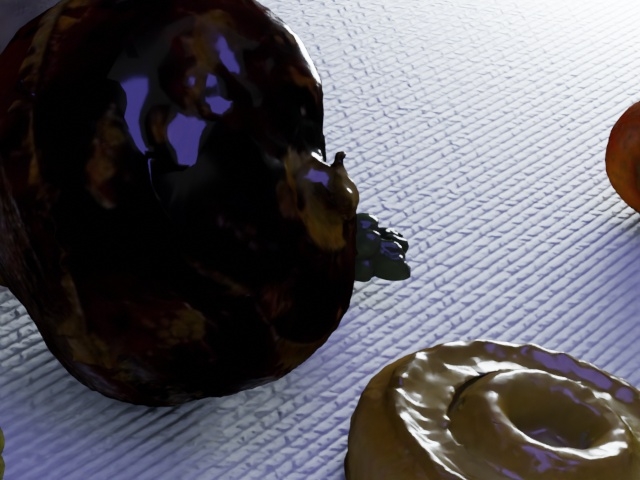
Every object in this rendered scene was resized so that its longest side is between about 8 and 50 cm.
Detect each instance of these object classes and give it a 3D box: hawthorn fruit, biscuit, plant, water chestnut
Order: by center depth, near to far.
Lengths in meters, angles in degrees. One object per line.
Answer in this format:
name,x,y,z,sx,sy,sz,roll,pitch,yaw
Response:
biscuit,0.165,0.171,1.433,0.296,0.102,0.296,10,29,-5
water chestnut,-0.145,-0.029,1.467,0.335,0.347,0.335,28,52,-42
plant,0.000,0.000,1.672,0.174,0.087,0.085,14,59,8
hawthorn fruit,0.391,-0.050,1.852,0.165,0.165,0.285,5,27,-18

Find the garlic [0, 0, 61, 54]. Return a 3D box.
garlic,-0.321,-0.161,1.587,0.231,0.340,0.246,46,0,36

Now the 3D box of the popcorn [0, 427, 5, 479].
popcorn,-0.316,0.151,1.154,0.256,0.195,0.255,-1,43,-26
